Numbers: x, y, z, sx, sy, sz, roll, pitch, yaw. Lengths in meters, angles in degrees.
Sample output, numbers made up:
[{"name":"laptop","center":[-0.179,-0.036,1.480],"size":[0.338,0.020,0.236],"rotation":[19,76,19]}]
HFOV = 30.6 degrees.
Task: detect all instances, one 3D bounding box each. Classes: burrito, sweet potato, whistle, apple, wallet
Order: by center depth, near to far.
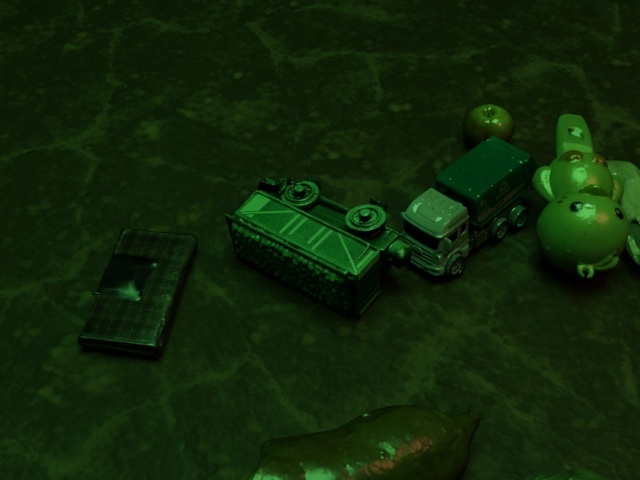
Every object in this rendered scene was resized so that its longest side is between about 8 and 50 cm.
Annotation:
[{"name":"sweet potato","center":[0.048,0.283,1.393],"size":[0.369,0.158,0.158],"rotation":[-12,45,-18]},{"name":"wallet","center":[-0.262,0.070,1.694],"size":[0.124,0.042,0.230],"rotation":[7,47,5]},{"name":"whistle","center":[0.386,-0.076,1.726],"size":[0.141,0.141,0.294],"rotation":[2,67,4]},{"name":"burrito","center":[0.475,-0.039,1.776],"size":[0.087,0.060,0.226],"rotation":[-6,44,-5]},{"name":"apple","center":[0.277,-0.188,1.926],"size":[0.084,0.071,0.084],"rotation":[-1,44,1]}]

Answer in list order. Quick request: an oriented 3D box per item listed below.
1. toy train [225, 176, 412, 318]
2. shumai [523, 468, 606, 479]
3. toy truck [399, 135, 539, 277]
[{"name":"toy train","center":[0.000,0.000,1.716],"size":[0.269,0.115,0.154],"rotation":[26,59,25]},{"name":"shumai","center":[0.247,0.372,1.250],"size":[0.222,0.225,0.261],"rotation":[-20,48,-10]},{"name":"toy truck","center":[0.227,-0.056,1.760],"size":[0.114,0.124,0.253],"rotation":[32,51,33]}]
